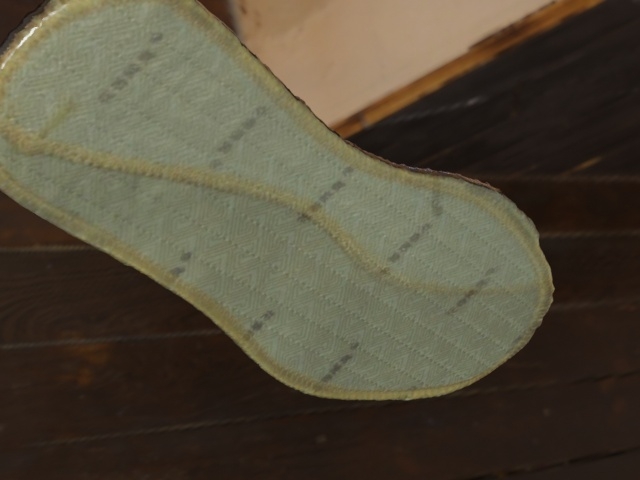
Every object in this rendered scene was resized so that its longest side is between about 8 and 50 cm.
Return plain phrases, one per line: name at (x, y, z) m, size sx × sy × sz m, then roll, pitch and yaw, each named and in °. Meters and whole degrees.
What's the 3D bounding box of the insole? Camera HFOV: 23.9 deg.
insole at (0.000, 0.000, 0.570) m, size 0.009 × 0.119 × 0.348 m, roll 49°, pitch 9°, yaw 36°
